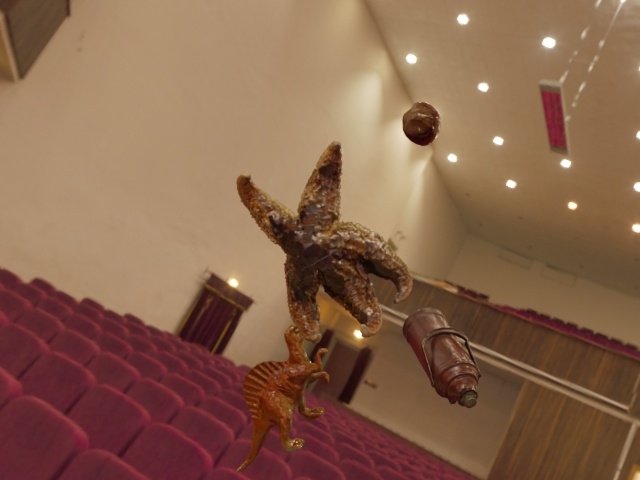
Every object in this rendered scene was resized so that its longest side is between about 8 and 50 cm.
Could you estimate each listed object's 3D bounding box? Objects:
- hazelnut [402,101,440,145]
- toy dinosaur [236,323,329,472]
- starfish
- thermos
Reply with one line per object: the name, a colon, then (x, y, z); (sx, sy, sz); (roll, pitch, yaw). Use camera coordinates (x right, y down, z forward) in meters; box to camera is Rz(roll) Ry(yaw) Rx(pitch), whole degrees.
hazelnut: (0.200, -0.227, 1.210); (0.086, 0.086, 0.086); (27, -13, 7)
toy dinosaur: (-0.062, 0.222, 0.872); (0.142, 0.212, 0.057); (56, -13, -15)
starfish: (0.000, -0.001, 0.717); (0.238, 0.216, 0.071); (32, 10, 3)
thermos: (0.243, 0.239, 1.212); (0.232, 0.099, 0.124); (-115, -159, -55)
